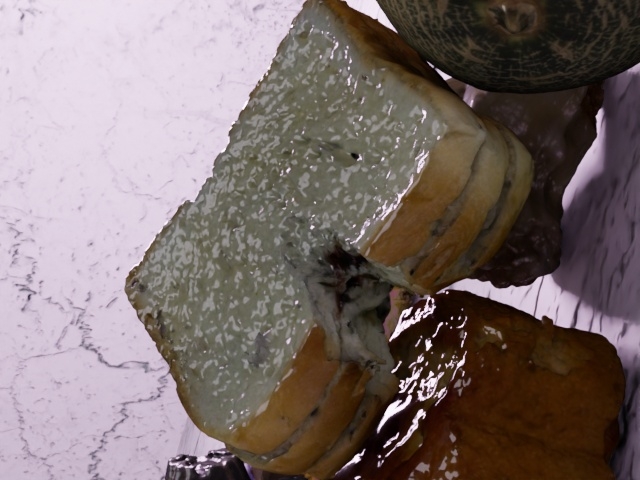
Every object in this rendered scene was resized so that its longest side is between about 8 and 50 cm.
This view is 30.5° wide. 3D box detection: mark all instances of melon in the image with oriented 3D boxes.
[{"bbox_3d":[0.141,-0.242,0.730,0.248,0.249,0.329,118,167,-54],"label":"melon"}]

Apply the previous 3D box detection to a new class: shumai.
[{"bbox_3d":[0.124,-0.077,0.863,0.175,0.166,0.206,-62,37,23],"label":"shumai"}]

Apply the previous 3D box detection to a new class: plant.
[{"bbox_3d":[-0.135,0.401,1.523,0.142,0.165,0.255,-151,51,-78],"label":"plant"}]

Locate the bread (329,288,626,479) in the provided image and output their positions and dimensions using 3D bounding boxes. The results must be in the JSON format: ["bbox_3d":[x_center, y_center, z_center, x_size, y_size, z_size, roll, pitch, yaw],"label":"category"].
[{"bbox_3d":[0.095,0.140,0.741,0.232,0.135,0.246,-56,14,20],"label":"bread"}]

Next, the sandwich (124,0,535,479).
[{"bbox_3d":[-0.001,-0.001,0.770,0.273,0.095,0.249,-56,36,13],"label":"sandwich"}]

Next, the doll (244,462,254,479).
[{"bbox_3d":[-0.064,0.295,1.627,0.206,0.067,0.109,-46,38,50],"label":"doll"}]

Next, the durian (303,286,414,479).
[{"bbox_3d":[0.001,0.124,1.268,0.260,0.187,0.154,-61,18,7],"label":"durian"}]

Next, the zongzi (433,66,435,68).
[{"bbox_3d":[0.108,-0.225,1.474,0.154,0.062,0.130,-49,15,56],"label":"zongzi"}]

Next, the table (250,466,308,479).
[{"bbox_3d":[-0.042,0.285,1.497,0.082,0.070,0.083,-116,43,-70],"label":"table"}]

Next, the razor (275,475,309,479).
[{"bbox_3d":[-0.043,0.392,1.031,0.204,0.114,0.348,-39,54,57],"label":"razor"}]
